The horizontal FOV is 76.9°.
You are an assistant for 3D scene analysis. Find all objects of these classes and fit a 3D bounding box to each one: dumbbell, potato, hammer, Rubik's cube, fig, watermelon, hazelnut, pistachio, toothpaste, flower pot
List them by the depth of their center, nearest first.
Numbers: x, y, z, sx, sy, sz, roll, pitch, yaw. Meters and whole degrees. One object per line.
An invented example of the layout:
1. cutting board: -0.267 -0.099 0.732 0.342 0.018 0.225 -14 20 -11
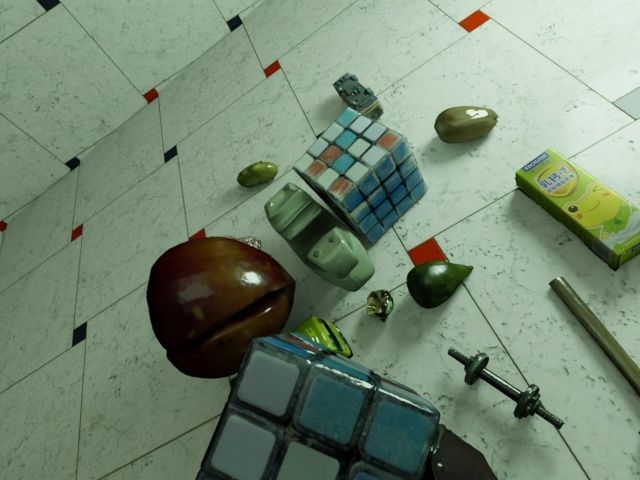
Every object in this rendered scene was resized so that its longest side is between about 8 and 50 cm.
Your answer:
1. Rubik's cube: -0.006 0.401 0.787 0.363 0.359 0.362 24 83 8
2. hammer: 0.591 0.225 0.817 0.111 0.043 0.365 -32 49 13
3. dumbbell: 0.384 0.308 0.862 0.254 0.081 0.081 32 82 39
4. toothpaste: 0.616 -0.084 0.955 0.110 0.077 0.327 -37 50 8
5. fig: 0.308 0.094 1.028 0.178 0.117 0.117 -28 51 1
6. hazelnut: -0.282 0.160 1.103 0.402 0.429 0.402 2 80 -10
7. flower pot: 0.000 0.000 1.167 0.164 0.254 0.367 -45 51 1
8. Rubik's cube: 0.120 -0.189 1.202 0.259 0.256 0.253 -44 50 1
9. pistachio: 0.435 -0.350 1.212 0.186 0.126 0.108 1 106 28
10. watermelon: -0.286 0.067 1.392 0.207 0.136 0.202 28 85 24
11. potato: -0.254 -0.260 1.577 0.188 0.105 0.085 -17 73 37

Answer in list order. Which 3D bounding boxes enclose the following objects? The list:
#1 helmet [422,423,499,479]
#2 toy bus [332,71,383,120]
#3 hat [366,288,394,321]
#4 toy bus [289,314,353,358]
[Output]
1. helmet: 0.229 0.520 0.757 0.177 0.225 0.305 24 81 6
2. toy bus: 0.136 -0.527 1.492 0.092 0.106 0.268 -37 48 7
3. hat: 0.165 0.175 1.089 0.076 0.059 0.077 -20 47 40
4. toy bus: -0.060 0.325 1.075 0.262 0.150 0.128 -39 51 5
